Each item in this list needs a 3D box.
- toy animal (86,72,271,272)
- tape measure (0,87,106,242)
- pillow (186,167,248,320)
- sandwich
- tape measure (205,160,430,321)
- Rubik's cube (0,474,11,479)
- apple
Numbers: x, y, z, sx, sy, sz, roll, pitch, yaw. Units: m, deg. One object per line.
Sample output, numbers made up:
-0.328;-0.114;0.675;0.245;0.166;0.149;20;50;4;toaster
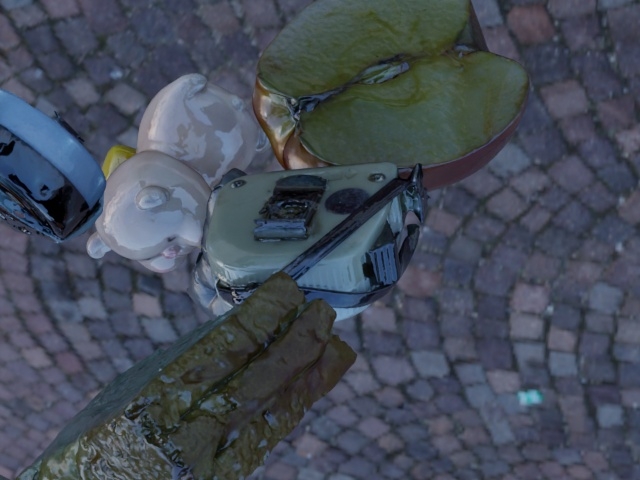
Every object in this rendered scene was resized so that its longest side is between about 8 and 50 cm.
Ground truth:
-0.225;-0.072;1.929;0.277;0.247;0.345;40;123;-11;toy animal
-0.310;-0.079;1.231;0.181;0.107;0.182;14;152;42;tape measure
-0.100;0.056;1.833;0.228;0.101;0.326;42;150;15;pillow
-0.149;0.182;1.148;0.131;0.262;0.325;51;133;-3;sandwich
0.000;0.000;1.438;0.271;0.231;0.133;-4;126;6;tape measure
-0.271;0.289;0.621;0.315;0.322;0.319;32;175;-13;Rubik's cube
0.093;-0.208;1.641;0.328;0.364;0.295;21;133;68;apple
